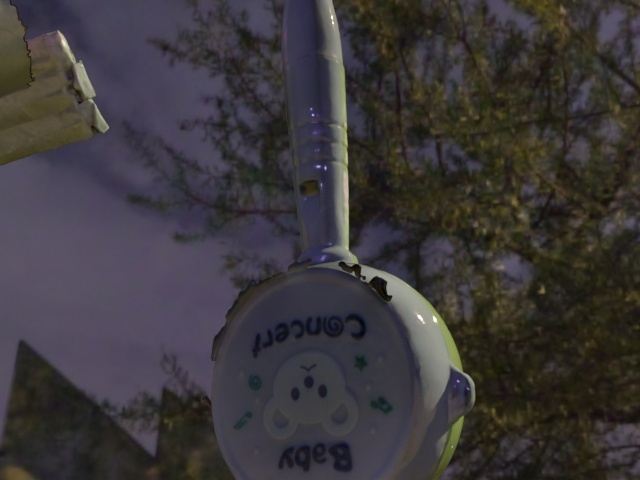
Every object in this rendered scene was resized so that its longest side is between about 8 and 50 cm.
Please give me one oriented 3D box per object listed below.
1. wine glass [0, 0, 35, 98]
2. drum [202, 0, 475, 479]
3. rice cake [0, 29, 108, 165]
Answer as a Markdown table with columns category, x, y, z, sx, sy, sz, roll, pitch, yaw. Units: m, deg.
| category | x | y | z | sx | sy | sz | roll | pitch | yaw |
| --- | --- | --- | --- | --- | --- | --- | --- | --- | --- |
| wine glass | -0.240 | -0.070 | 0.402 | 0.202 | 0.093 | 0.093 | -30 | -14 | -31 |
| drum | 0.017 | 0.001 | 0.398 | 0.130 | 0.253 | 0.049 | 4 | -8 | 34 |
| rice cake | -0.327 | -0.137 | 0.893 | 0.211 | 0.038 | 0.124 | -17 | -69 | 20 |
